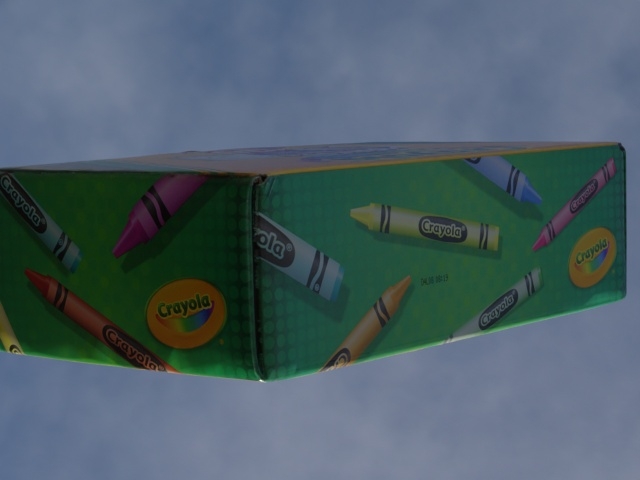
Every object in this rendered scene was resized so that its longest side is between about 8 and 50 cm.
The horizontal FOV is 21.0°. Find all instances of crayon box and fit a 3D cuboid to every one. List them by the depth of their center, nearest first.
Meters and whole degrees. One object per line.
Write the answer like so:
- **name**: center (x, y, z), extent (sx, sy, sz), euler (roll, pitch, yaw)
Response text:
- **crayon box**: center (0.000, 0.000, 0.782), extent (0.165, 0.278, 0.081), euler (3, -84, 39)
